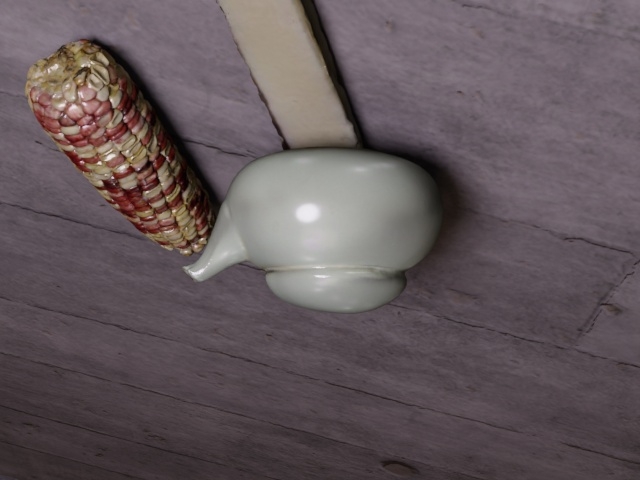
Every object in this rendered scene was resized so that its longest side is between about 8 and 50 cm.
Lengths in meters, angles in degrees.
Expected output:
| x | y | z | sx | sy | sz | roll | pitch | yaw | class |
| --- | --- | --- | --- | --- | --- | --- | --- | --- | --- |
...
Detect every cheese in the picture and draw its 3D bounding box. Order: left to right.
| x | y | z | sx | sy | sz | roll | pitch | yaw | class |
| --- | --- | --- | --- | --- | --- | --- | --- | --- | --- |
| -0.047 | -0.200 | 0.805 | 0.085 | 0.034 | 0.400 | -1 | 145 | 20 | cheese |

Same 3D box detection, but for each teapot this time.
| x | y | z | sx | sy | sz | roll | pitch | yaw | class |
| --- | --- | --- | --- | --- | --- | --- | --- | --- | --- |
| 0.035 | 0.000 | 0.977 | 0.220 | 0.149 | 0.318 | -1 | 173 | 34 | teapot |

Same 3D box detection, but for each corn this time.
| x | y | z | sx | sy | sz | roll | pitch | yaw | class |
| --- | --- | --- | --- | --- | --- | --- | --- | --- | --- |
| -0.189 | -0.083 | 0.993 | 0.098 | 0.098 | 0.290 | 0 | 149 | 24 | corn |
